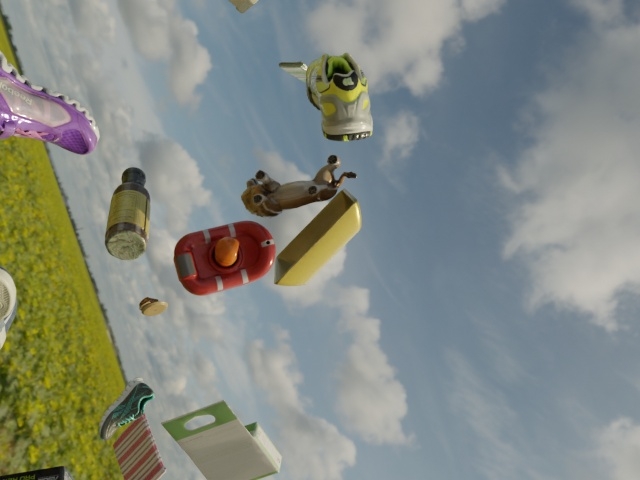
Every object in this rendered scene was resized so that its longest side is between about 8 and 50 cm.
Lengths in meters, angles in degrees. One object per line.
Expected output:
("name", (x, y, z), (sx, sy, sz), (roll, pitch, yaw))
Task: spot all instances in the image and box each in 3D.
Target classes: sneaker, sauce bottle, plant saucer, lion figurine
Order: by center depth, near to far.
("sneaker", (-0.427, -0.178, 0.776), (0.095, 0.236, 0.104), (-17, -124, 30))
("sneaker", (0.047, -0.366, 1.271), (0.384, 0.145, 0.147), (-109, -166, -54))
("sneaker", (-0.808, 0.132, 1.354), (0.350, 0.131, 0.148), (-49, -147, 42))
("sneaker", (-0.476, 0.423, 1.367), (0.076, 0.166, 0.065), (24, -24, 19))
("sauce bottle", (-0.531, -0.088, 1.551), (0.344, 0.111, 0.111), (-107, -167, -51))
("lion figurine", (-0.069, -0.149, 1.685), (0.240, 0.392, 0.142), (41, 47, -74))
("plant saucer", (0.000, 0.000, 1.691), (0.081, 0.333, 0.333), (44, 5, -11))

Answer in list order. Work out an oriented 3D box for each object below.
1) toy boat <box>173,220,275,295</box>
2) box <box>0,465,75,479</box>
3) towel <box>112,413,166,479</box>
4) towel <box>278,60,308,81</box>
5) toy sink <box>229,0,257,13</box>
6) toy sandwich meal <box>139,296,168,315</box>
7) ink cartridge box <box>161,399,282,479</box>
("toy boat", (-0.213, 0.031, 1.262), (0.151, 0.231, 0.151), (145, -71, -69))
("box", (-0.785, 0.672, 1.442), (0.216, 0.270, 0.060), (100, -19, -49))
("towel", (-0.510, 0.610, 1.564), (0.029, 0.144, 0.197), (25, 23, -53))
("towel", (-0.064, -0.605, 1.988), (0.113, 0.152, 0.023), (14, -89, 35))
("toy sink", (-0.167, -0.599, 1.185), (0.131, 0.234, 0.152), (-27, -125, 33))
("toy sandwich meal", (-0.487, 0.191, 1.610), (0.085, 0.086, 0.029), (107, -38, -55))
("ink cartridge box", (-0.216, 0.447, 1.234), (0.235, 0.171, 0.056), (61, 16, -19))
